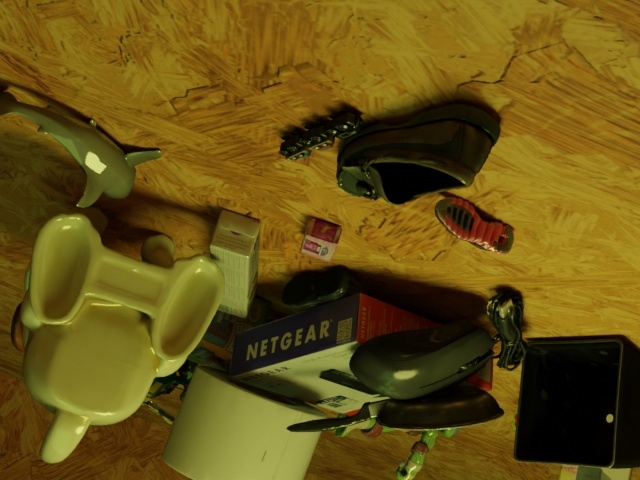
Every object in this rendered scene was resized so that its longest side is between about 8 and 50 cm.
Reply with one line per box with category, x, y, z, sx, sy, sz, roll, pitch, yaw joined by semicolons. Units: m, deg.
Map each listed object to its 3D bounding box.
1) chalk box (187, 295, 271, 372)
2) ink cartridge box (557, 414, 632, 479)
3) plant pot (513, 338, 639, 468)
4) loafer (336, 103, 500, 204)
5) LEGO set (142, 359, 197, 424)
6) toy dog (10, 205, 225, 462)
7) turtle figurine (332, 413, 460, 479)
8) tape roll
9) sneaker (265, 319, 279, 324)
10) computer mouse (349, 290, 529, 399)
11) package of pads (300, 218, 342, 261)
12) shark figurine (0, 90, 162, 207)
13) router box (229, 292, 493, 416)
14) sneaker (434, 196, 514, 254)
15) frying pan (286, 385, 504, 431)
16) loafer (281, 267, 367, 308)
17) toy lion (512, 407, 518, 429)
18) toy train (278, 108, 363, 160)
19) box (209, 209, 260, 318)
chalk box;-0.182;0.158;2.012;0.213;0.132;0.132;26;157;-19
ink cartridge box;0.465;0.468;1.934;0.119;0.354;0.207;12;159;17
plant pot;0.429;0.261;1.718;0.167;0.188;0.187;18;163;-37
loafer;0.090;-0.081;1.252;0.096;0.084;0.267;28;157;-24
LEGO set;-0.253;0.276;2.191;0.331;0.255;0.192;18;135;-30
toy dog;-0.352;0.146;1.788;0.284;0.396;0.408;10;176;-18
turtle figurine;0.124;0.371;2.190;0.266;0.198;0.274;21;157;-27
tape roll;-0.130;0.335;1.915;0.246;0.169;0.246;22;178;1
sneaker;-0.066;0.188;2.113;0.089;0.051;0.170;32;160;-32
computer mouse;0.179;0.176;1.649;0.272;0.072;0.188;-14;141;3
package of pads;0.000;0.000;1.605;0.050;0.032;0.083;17;159;0
shark figurine;-0.336;-0.108;1.509;0.166;0.116;0.278;-2;153;40
router box;0.065;0.203;1.866;0.301;0.082;0.335;22;152;-33
sneaker;0.185;-0.016;1.404;0.119;0.047;0.057;30;168;-25
frying pan;0.130;0.263;1.751;0.326;0.053;0.197;-3;-178;35
loafer;0.002;0.085;1.780;0.061;0.062;0.170;27;159;-33
toy lion;0.402;0.347;2.050;0.096;0.100;0.034;-5;168;15
toy train;0.000;-0.122;1.311;0.036;0.027;0.158;18;162;-30
box;-0.136;0.045;1.787;0.067;0.063;0.324;16;159;3
